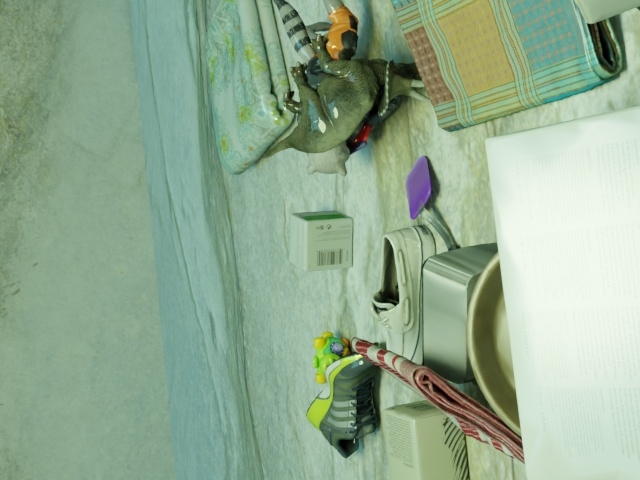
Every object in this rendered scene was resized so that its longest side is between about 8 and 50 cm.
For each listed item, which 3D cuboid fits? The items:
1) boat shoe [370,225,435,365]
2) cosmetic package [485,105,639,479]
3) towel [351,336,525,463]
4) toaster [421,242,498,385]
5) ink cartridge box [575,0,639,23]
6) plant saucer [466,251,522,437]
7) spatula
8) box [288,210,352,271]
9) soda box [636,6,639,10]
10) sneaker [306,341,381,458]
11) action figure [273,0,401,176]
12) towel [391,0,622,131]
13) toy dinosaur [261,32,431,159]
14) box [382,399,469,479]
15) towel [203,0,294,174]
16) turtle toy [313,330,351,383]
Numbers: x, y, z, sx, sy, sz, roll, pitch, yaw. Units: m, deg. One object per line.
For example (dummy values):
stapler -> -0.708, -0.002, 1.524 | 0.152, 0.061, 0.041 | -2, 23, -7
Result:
boat shoe -> 0.128, 0.106, 1.466 | 0.096, 0.088, 0.267 | -134, 44, -54
cosmetic package -> 0.330, 0.057, 0.881 | 0.285, 0.097, 0.377 | -7, 89, 44
towel -> 0.169, 0.222, 1.210 | 0.037, 0.237, 0.329 | -55, 10, -7
toaster -> 0.225, 0.087, 1.156 | 0.110, 0.168, 0.185 | 23, 117, 60
ink cartridge box -> 0.299, -0.374, 0.820 | 0.197, 0.114, 0.272 | -17, 77, 22
plant saucer -> 0.300, 0.112, 1.004 | 0.278, 0.041, 0.277 | 2, 95, 33
spatula -> 0.189, -0.006, 1.373 | 0.296, 0.030, 0.084 | 68, 150, 31
box -> 0.000, 0.000, 1.709 | 0.087, 0.101, 0.101 | -155, 63, -63
soda box -> 0.353, -0.265, 0.908 | 0.169, 0.060, 0.053 | -118, 33, -41
sneaker -> 0.069, 0.299, 1.659 | 0.121, 0.111, 0.300 | 53, 147, 27
action figure -> -0.003, -0.263, 1.572 | 0.341, 0.179, 0.330 | 142, 127, -61
towel -> 0.215, -0.293, 1.151 | 0.370, 0.040, 0.271 | -10, 104, 66
toy dinosaur -> 0.018, -0.214, 1.382 | 0.314, 0.121, 0.160 | -36, 63, 13
box -> 0.177, 0.406, 1.429 | 0.113, 0.094, 0.275 | 180, 84, -66
towel -> -0.178, -0.375, 2.027 | 0.320, 0.090, 0.374 | 142, 118, -63
turtle toy -> 0.023, 0.233, 1.728 | 0.130, 0.066, 0.095 | -20, -73, -70
